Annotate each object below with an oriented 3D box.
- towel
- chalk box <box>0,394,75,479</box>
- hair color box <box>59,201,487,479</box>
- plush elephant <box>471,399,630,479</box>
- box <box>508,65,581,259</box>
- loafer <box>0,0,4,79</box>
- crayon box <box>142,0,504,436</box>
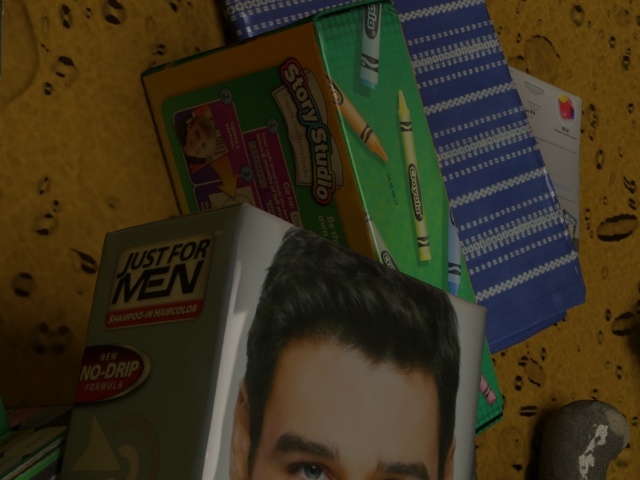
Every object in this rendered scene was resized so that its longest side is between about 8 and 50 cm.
[{"bbox_3d":[0.067,-0.066,1.040,0.243,0.040,0.336,-21,93,-36],"label":"towel"},{"bbox_3d":[-0.165,0.167,0.726,0.132,0.132,0.213,-33,106,-42],"label":"chalk box"},{"bbox_3d":[-0.033,0.190,0.677,0.185,0.113,0.375,23,67,-40],"label":"hair color box"},{"bbox_3d":[0.219,0.267,1.007,0.271,0.255,0.330,15,73,-43],"label":"plush elephant"},{"bbox_3d":[0.164,-0.048,1.162,0.145,0.038,0.186,15,74,-43],"label":"box"},{"bbox_3d":[-0.205,-0.098,0.785,0.056,0.050,0.148,20,69,-42],"label":"loafer"},{"bbox_3d":[0.000,0.000,0.895,0.081,0.165,0.278,-22,99,-45],"label":"crayon box"}]
